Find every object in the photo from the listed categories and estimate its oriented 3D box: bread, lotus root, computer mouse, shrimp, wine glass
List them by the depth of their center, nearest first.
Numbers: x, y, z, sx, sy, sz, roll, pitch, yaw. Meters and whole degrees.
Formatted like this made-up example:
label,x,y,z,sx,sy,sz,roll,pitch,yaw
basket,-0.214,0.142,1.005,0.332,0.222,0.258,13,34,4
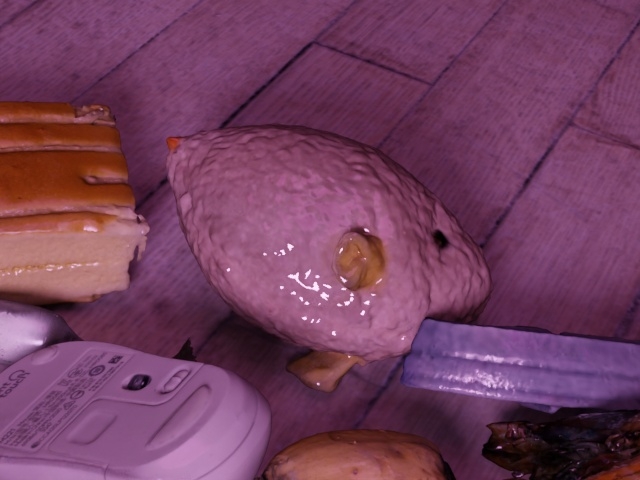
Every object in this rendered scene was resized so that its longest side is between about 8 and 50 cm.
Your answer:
label,x,y,z,sx,sy,sz,roll,pitch,yaw
computer mouse,-0.167,0.175,1.167,0.296,0.121,0.184,-1,36,34
shrimp,0.199,0.191,1.167,0.222,0.054,0.290,-19,5,-32
lotus root,0.013,0.218,1.168,0.220,0.125,0.118,-2,70,-12
wine glass,-0.249,0.097,1.313,0.262,0.074,0.074,12,39,8
bread,-0.311,-0.044,1.436,0.246,0.111,0.239,-3,41,-13

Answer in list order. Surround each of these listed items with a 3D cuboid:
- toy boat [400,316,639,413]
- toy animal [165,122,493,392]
label,x,y,z,sx,sy,sz,roll,pitch,yaw
toy boat,0.213,0.122,1.311,0.282,0.078,0.127,7,0,-11
toy animal,-0.007,-0.003,1.375,0.358,0.188,0.226,25,39,9
